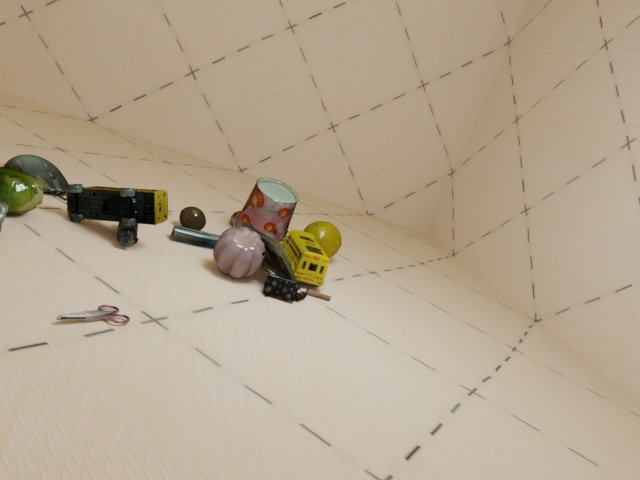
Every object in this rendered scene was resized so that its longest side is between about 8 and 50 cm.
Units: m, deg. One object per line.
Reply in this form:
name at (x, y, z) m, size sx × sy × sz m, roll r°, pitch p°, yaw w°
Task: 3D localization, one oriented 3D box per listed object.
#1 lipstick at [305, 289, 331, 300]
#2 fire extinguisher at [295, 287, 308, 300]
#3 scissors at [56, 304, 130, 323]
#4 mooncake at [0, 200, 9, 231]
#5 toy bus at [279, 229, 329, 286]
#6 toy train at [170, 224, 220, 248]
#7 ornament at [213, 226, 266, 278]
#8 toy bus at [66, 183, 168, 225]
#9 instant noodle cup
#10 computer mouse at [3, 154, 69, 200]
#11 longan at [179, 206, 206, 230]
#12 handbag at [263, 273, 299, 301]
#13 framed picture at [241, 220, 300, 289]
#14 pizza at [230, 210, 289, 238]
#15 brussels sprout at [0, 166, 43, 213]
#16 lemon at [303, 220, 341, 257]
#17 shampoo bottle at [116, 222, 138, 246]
lipstick at (-0.008, 0.199, 2.068) m, size 0.094 × 0.019 × 0.019 m, roll 18°, pitch 14°, yaw -15°
fire extinguisher at (-0.076, 0.191, 1.991) m, size 0.046 × 0.032 × 0.100 m, roll -10°, pitch 2°, yaw 22°
scissors at (-0.533, 0.175, 1.327) m, size 0.085 × 0.022 × 0.176 m, roll 31°, pitch 13°, yaw 30°
mooncake at (-0.992, -0.108, 1.482) m, size 0.254 × 0.136 × 0.250 m, roll 26°, pitch 10°, yaw 17°
toy bus at (-0.074, 0.059, 2.231) m, size 0.144 × 0.152 × 0.330 m, roll 16°, pitch 15°, yaw -20°
toy train at (-0.429, -0.001, 2.117) m, size 0.251 × 0.055 × 0.048 m, roll 14°, pitch 15°, yaw -27°
ornament at (-0.279, 0.046, 1.945) m, size 0.177 × 0.177 × 0.177 m, roll 21°, pitch 13°, yaw -5°
toy bus at (-0.668, -0.120, 1.860) m, size 0.335 × 0.121 × 0.123 m, roll 5°, pitch 13°, yaw 16°
instant noodle cup at (-0.221, -0.119, 2.415) m, size 0.243 × 0.231 × 0.243 m, roll 21°, pitch 30°, yaw -12°
computer mouse at (-1.008, -0.237, 2.075) m, size 0.379 × 0.090 × 0.167 m, roll 30°, pitch 17°, yaw 26°
longan at (-0.504, -0.080, 2.244) m, size 0.106 × 0.106 × 0.119 m, roll 25°, pitch -28°, yaw 12°
handbag at (-0.142, 0.156, 1.954) m, size 0.115 × 0.072 × 0.139 m, roll 17°, pitch 1°, yaw -12°
framed picture at (-0.183, 0.052, 2.034) m, size 0.017 × 0.217 × 0.274 m, roll -35°, pitch 35°, yaw -21°
pizza at (-0.293, -0.076, 2.601) m, size 0.287 × 0.074 × 0.251 m, roll 28°, pitch 17°, yaw 32°
brussels sprout at (-0.941, -0.148, 1.722) m, size 0.180 × 0.144 × 0.161 m, roll 1°, pitch -14°, yaw -27°
lemon at (0.000, 0.000, 2.541) m, size 0.206 × 0.173 × 0.173 m, roll -7°, pitch 29°, yaw -40°
shampoo bottle at (-0.641, -0.034, 1.888) m, size 0.072 × 0.072 × 0.214 m, roll 16°, pitch 14°, yaw -21°
